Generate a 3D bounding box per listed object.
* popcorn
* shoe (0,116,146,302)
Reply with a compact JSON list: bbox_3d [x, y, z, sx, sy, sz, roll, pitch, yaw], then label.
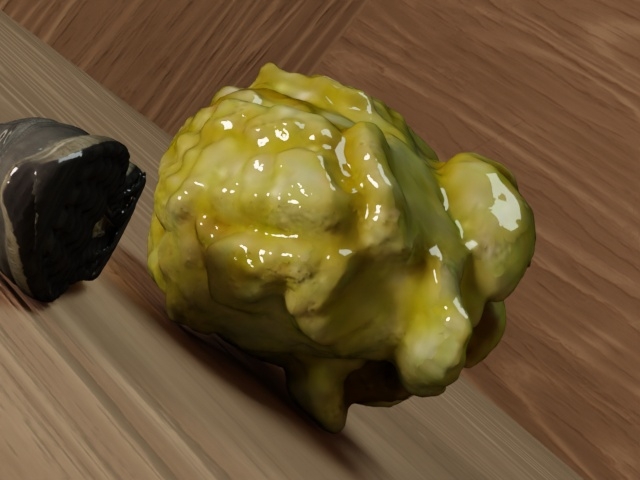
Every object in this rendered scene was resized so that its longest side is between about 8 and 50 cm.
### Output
[{"bbox_3d":[0.000,0.000,0.830,0.255,0.195,0.256,29,-3,21],"label":"popcorn"},{"bbox_3d":[-0.129,-0.022,0.598,0.077,0.074,0.194,27,-1,-1],"label":"shoe"}]
